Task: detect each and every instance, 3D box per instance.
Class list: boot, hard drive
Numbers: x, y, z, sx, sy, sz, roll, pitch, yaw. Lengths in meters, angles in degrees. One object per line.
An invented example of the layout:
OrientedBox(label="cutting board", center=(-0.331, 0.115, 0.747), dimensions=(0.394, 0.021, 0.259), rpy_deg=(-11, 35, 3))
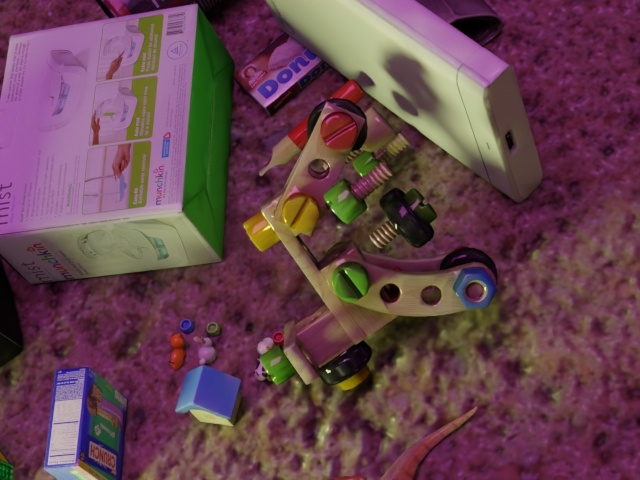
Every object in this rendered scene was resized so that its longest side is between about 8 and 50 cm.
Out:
OrientedBox(label="boot", center=(0.069, -0.273, 1.864), dimensions=(0.190, 0.076, 0.208), rpy_deg=(-18, 60, -15))
OrientedBox(label="hard drive", center=(0.064, -0.195, 1.726), dimensions=(0.047, 0.233, 0.353), rpy_deg=(-46, 62, -9))

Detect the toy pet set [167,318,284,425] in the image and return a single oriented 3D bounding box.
OrientedBox(label="toy pet set", center=(-0.110, 0.123, 1.728), dimensions=(0.122, 0.065, 0.114), rpy_deg=(5, 64, 22))

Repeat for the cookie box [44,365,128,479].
OrientedBox(label="cookie box", center=(-0.232, 0.193, 1.718), dimensions=(0.040, 0.092, 0.107), rpy_deg=(-8, 60, 19))

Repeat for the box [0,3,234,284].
OrientedBox(label="box", center=(-0.226, -0.103, 1.859), dimensions=(0.231, 0.127, 0.262), rpy_deg=(-8, 60, 16))

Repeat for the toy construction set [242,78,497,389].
OrientedBox(label="toy construction set", center=(0.000, 0.000, 1.688), dimensions=(0.237, 0.257, 0.309), rpy_deg=(-40, 35, 10))

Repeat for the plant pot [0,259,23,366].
OrientedBox(label="plant pot", center=(-0.422, 0.073, 1.811), dimensions=(0.187, 0.188, 0.167), rpy_deg=(-34, 69, -1))

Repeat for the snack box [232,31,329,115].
OrientedBox(label="snack box", center=(-0.010, -0.217, 1.906), dimensions=(0.178, 0.022, 0.064), rpy_deg=(-41, 59, -6))

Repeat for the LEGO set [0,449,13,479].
OrientedBox(label="LEGO set", center=(-0.488, 0.209, 1.689), dimensions=(0.192, 0.331, 0.255), rpy_deg=(44, 103, 35))

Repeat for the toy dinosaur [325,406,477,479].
OrientedBox(label="toy dinosaur", center=(0.062, 0.242, 1.617), dimensions=(0.112, 0.064, 0.211), rpy_deg=(15, 55, 14))

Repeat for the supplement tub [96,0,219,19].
OrientedBox(label="supplement tub", center=(-0.156, -0.306, 1.960), dimensions=(0.198, 0.106, 0.106), rpy_deg=(-37, 57, -3))
